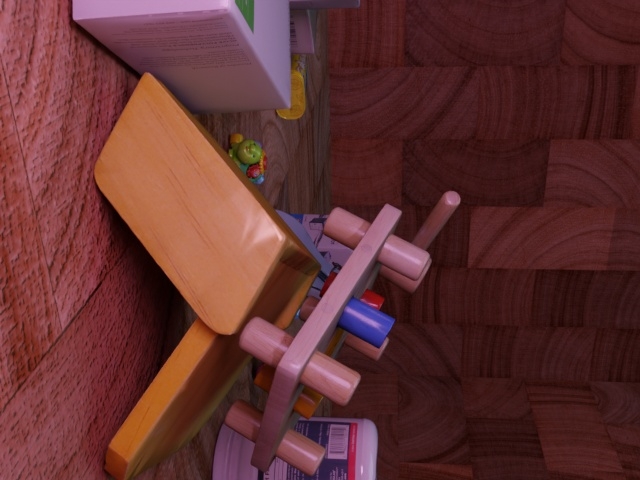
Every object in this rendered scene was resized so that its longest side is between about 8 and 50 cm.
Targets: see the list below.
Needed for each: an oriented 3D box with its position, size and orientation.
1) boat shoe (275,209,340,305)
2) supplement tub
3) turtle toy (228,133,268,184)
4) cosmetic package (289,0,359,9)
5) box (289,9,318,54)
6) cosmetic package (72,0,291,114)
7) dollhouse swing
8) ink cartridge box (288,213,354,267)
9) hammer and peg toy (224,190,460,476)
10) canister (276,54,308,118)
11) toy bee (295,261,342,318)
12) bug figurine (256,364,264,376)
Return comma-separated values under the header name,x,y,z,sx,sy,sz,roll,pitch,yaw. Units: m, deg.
name,x,y,z,sx,sy,sz,roll,pitch,yaw
boat shoe,-0.072,0.067,1.604,0.367,0.157,0.135,44,45,-41
supplement tub,-0.037,0.405,1.248,0.191,0.273,0.191,1,90,-84
turtle toy,-0.130,-0.144,1.273,0.130,0.066,0.095,65,26,-77
cosmetic package,-0.045,-0.470,1.245,0.085,0.231,0.117,-46,137,-81
box,-0.069,-0.570,1.545,0.148,0.121,0.310,77,15,-64
cosmetic package,-0.133,-0.279,0.802,0.365,0.155,0.196,15,74,-83
dollhouse swing,-0.181,0.050,0.853,0.315,0.305,0.347,50,1,8
ink cartridge box,0.000,0.000,1.961,0.139,0.191,0.082,-83,172,-47
hammer and peg toy,0.029,0.076,0.843,0.361,0.127,0.265,-54,167,-38
canister,-0.071,-0.404,1.796,0.169,0.074,0.126,-85,173,-50
toy bee,-0.098,0.107,1.383,0.298,0.162,0.195,28,69,-56
bug figurine,-0.105,0.367,1.575,0.216,0.072,0.278,64,31,-64
